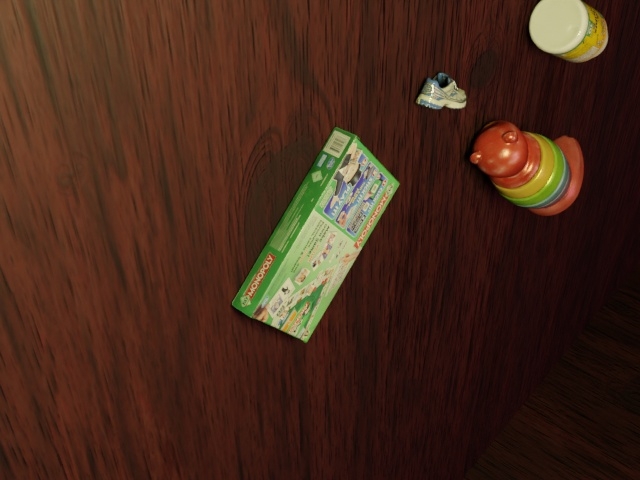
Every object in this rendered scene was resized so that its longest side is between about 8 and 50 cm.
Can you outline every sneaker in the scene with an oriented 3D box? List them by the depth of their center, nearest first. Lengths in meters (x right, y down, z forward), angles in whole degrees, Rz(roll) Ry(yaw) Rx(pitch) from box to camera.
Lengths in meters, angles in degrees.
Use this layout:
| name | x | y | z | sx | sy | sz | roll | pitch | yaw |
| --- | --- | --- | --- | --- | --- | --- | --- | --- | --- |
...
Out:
| name | x | y | z | sx | sy | sz | roll | pitch | yaw |
| --- | --- | --- | --- | --- | --- | --- | --- | --- | --- |
| sneaker | 0.219 | -0.261 | 1.603 | 0.135 | 0.052 | 0.058 | -16 | 124 | -53 |

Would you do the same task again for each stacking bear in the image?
| name | x | y | z | sx | sy | sz | roll | pitch | yaw |
| --- | --- | --- | --- | --- | --- | --- | --- | --- | --- |
| stacking bear | 0.411 | -0.160 | 1.893 | 0.175 | 0.164 | 0.289 | -25 | 153 | 31 |

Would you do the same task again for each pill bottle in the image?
| name | x | y | z | sx | sy | sz | roll | pitch | yaw |
| --- | --- | --- | --- | --- | --- | --- | --- | --- | --- |
| pill bottle | 0.509 | -0.422 | 1.857 | 0.208 | 0.117 | 0.118 | -2 | 117 | -57 |

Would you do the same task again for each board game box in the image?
| name | x | y | z | sx | sy | sz | roll | pitch | yaw |
| --- | --- | --- | --- | --- | --- | --- | --- | --- | --- |
| board game box | 0.000 | 0.000 | 1.483 | 0.317 | 0.046 | 0.213 | -60 | 152 | -4 |
